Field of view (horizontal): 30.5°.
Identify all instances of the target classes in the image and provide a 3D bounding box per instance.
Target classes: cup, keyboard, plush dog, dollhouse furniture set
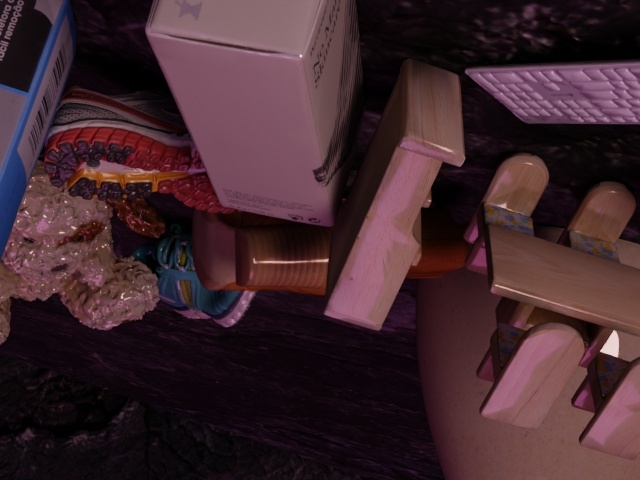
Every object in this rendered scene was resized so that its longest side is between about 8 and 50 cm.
[{"bbox_3d":[0.235,0.155,1.159,0.331,0.237,0.331,13,163,4],"label":"cup"},{"bbox_3d":[0.196,-0.091,0.722,0.072,0.014,0.256,26,170,-34],"label":"keyboard"},{"bbox_3d":[-0.295,-0.015,1.245,0.262,0.210,0.225,-7,159,-29],"label":"plush dog"},{"bbox_3d":[0.144,-0.001,0.835,0.242,0.212,0.161,17,125,-8],"label":"dollhouse furniture set"}]

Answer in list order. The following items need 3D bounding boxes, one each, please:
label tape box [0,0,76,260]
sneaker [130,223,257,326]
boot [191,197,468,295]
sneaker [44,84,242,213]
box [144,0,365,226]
[{"bbox_3d":[-0.382,-0.102,0.848,0.347,0.249,0.115,17,163,-6],"label":"label tape box"},{"bbox_3d":[-0.137,0.033,1.330,0.110,0.107,0.275,34,157,-23],"label":"sneaker"},{"bbox_3d":[0.000,-0.001,1.109,0.211,0.104,0.295,-1,-171,-19],"label":"boot"},{"bbox_3d":[-0.116,-0.086,0.979,0.225,0.093,0.088,7,139,-25],"label":"sneaker"},{"bbox_3d":[-0.030,-0.109,0.768,0.094,0.113,0.275,12,164,8],"label":"box"}]
